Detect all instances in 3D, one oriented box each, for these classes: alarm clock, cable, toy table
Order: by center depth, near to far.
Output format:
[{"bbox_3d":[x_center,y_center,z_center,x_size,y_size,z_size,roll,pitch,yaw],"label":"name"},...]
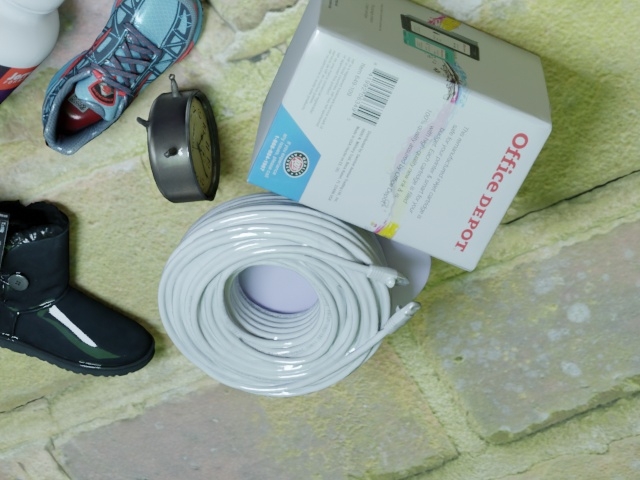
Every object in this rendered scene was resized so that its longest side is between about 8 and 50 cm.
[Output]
[{"bbox_3d":[-0.048,0.059,1.792,0.257,0.089,0.257,32,123,-15],"label":"cable"},{"bbox_3d":[-0.155,-0.099,1.872,0.064,0.129,0.192,-7,152,15],"label":"alarm clock"},{"bbox_3d":[0.000,0.000,1.896,0.274,0.161,0.252,-6,125,11],"label":"toy table"}]

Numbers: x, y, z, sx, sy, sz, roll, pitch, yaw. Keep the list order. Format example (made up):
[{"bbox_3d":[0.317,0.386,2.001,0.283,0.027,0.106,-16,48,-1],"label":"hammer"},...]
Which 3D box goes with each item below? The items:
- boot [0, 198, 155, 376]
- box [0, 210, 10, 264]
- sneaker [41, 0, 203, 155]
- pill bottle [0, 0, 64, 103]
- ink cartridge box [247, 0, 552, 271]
[{"bbox_3d":[-0.326,0.058,2.021,0.247,0.094,0.207,13,131,5],"label":"boot"},{"bbox_3d":[-0.411,-0.001,1.918,0.067,0.018,0.083,10,125,-9],"label":"box"},{"bbox_3d":[-0.224,-0.187,1.808,0.104,0.125,0.262,34,123,-17],"label":"sneaker"},{"bbox_3d":[-0.415,-0.219,1.775,0.181,0.181,0.323,39,122,-20],"label":"pill bottle"},{"bbox_3d":[0.086,-0.134,1.750,0.270,0.197,0.198,22,118,-9],"label":"ink cartridge box"}]
